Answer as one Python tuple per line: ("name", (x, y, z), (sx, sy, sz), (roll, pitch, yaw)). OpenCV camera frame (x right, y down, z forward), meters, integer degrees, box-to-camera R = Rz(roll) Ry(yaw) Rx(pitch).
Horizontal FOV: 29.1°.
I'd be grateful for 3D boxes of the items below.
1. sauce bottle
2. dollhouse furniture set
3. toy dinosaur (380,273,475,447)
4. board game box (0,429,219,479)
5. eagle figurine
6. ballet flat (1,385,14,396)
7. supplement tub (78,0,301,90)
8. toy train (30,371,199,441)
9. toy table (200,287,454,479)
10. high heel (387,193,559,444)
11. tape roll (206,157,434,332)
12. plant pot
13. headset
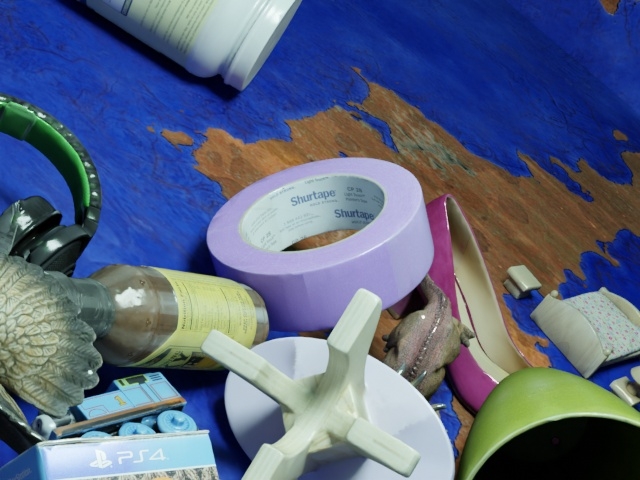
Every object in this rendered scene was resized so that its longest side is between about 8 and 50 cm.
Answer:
("sauce bottle", (-0.187, 0.081, 1.313), (0.111, 0.111, 0.344), (51, 19, 26))
("dollhouse furniture set", (0.526, 0.116, 1.968), (0.303, 0.173, 0.355), (-7, 49, -49))
("toy dinosaur", (0.112, 0.151, 1.475), (0.127, 0.295, 0.200), (14, -14, 13))
("board game box", (-0.166, 0.311, 0.875), (0.141, 0.232, 0.291), (4, 62, -41))
("eagle figurine", (-0.336, 0.093, 1.015), (0.299, 0.225, 0.226), (-1, 65, -3))
("ballet flat", (-0.296, 0.108, 1.305), (0.057, 0.049, 0.173), (34, 30, -2))
("supplement tub", (-0.208, -0.405, 1.942), (0.325, 0.235, 0.235), (33, 30, -2))
("toy train", (-0.208, 0.197, 1.242), (0.184, 0.080, 0.105), (-9, 42, -47))
("toy table", (0.006, 0.183, 1.294), (0.274, 0.252, 0.161), (16, -15, 18))
("high heel", (0.236, 0.116, 1.676), (0.377, 0.181, 0.127), (44, 31, 16))
("tape roll", (0.000, 0.000, 1.551), (0.275, 0.090, 0.274), (-11, 29, 6))
("plant pot", (0.278, 0.270, 1.463), (0.275, 0.274, 0.293), (29, 14, -8))
("headset", (-0.357, -0.015, 1.288), (0.243, 0.185, 0.394), (23, 49, -18))
